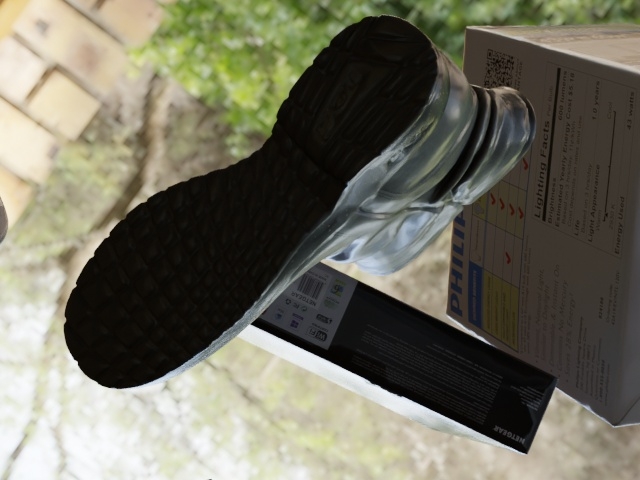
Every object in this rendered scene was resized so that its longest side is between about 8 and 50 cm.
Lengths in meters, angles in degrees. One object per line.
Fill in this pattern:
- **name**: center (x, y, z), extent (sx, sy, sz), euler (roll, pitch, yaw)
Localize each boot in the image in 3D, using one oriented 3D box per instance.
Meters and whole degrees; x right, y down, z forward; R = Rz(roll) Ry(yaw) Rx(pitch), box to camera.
- **boot**: center (0.000, 0.000, 0.814), extent (0.083, 0.246, 0.161), euler (55, -167, 25)

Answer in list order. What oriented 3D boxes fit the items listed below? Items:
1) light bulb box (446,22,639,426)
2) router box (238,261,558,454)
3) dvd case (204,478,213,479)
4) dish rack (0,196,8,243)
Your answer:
- **light bulb box**: center (0.321, -0.037, 1.701), extent (0.225, 0.358, 0.361), euler (-4, -163, -23)
- **router box**: center (0.034, 0.094, 1.495), extent (0.308, 0.081, 0.243), euler (26, 172, -14)
- **dvd case**: center (-0.078, 0.359, 1.761), extent (0.221, 0.018, 0.164), euler (50, -174, 10)
- **dish rack**: center (-0.448, -0.090, 1.339), extent (0.332, 0.072, 0.286), euler (1, -125, -50)
